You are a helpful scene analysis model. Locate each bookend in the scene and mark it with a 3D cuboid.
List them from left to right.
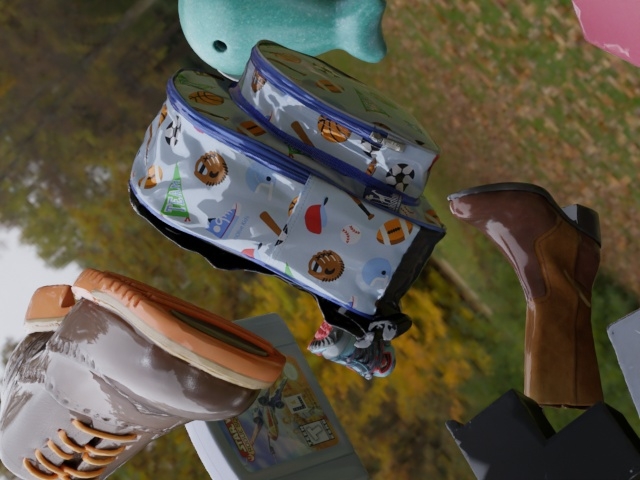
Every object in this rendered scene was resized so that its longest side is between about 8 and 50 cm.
[{"bbox_3d":[0.229,0.198,1.089,0.072,0.156,0.157,31,-158,-50],"label":"bookend"}]

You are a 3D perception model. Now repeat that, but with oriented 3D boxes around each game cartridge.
[{"bbox_3d":[-0.075,0.235,1.488,0.198,0.062,0.297,-7,-122,-43],"label":"game cartridge"}]

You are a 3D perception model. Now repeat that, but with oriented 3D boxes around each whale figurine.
[{"bbox_3d":[-0.053,-0.275,1.432,0.272,0.141,0.216,16,140,16],"label":"whale figurine"}]

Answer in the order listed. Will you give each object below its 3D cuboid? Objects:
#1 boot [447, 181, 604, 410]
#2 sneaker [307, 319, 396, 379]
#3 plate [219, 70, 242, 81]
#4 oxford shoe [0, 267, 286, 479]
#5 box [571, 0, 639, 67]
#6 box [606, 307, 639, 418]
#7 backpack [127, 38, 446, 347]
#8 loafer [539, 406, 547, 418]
[{"bbox_3d":[0.268,0.078,1.491,0.264,0.280,0.096,18,159,-40],"label":"boot"},{"bbox_3d":[0.065,0.155,1.755,0.125,0.104,0.262,32,-179,10],"label":"sneaker"},{"bbox_3d":[-0.091,-0.330,1.836,0.188,0.188,0.024,49,176,28],"label":"plate"},{"bbox_3d":[-0.128,0.103,0.724,0.130,0.132,0.364,27,164,-18],"label":"oxford shoe"},{"bbox_3d":[0.273,-0.178,0.714,0.127,0.149,0.232,61,172,-34],"label":"box"},{"bbox_3d":[0.744,0.249,1.670,0.480,0.297,0.471,-42,57,54],"label":"box"},{"bbox_3d":[-0.032,-0.059,1.023,0.263,0.213,0.276,17,-169,-13],"label":"backpack"},{"bbox_3d":[0.264,0.284,1.462,0.220,0.080,0.078,-84,-5,-60],"label":"loafer"}]
